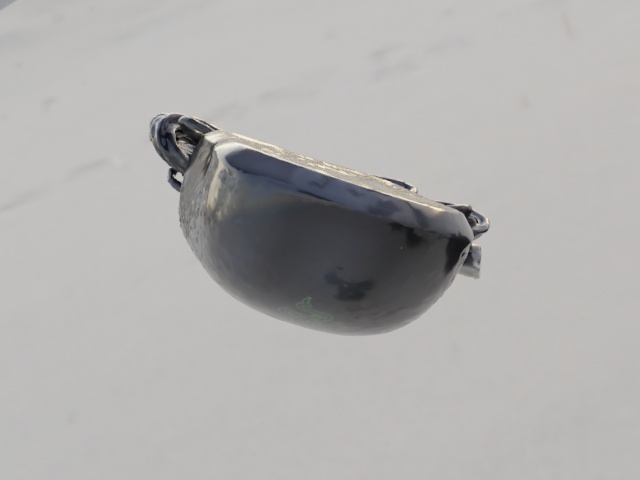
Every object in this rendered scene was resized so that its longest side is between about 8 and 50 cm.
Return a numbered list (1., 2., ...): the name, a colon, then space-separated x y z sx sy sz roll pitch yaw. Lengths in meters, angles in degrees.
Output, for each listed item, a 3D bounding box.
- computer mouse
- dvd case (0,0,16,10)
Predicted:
1. computer mouse: 0.000 0.000 0.935 0.188 0.072 0.272 18 4 -5
2. dvd case: -0.091 -0.195 0.907 0.180 0.022 0.253 -57 -6 35
